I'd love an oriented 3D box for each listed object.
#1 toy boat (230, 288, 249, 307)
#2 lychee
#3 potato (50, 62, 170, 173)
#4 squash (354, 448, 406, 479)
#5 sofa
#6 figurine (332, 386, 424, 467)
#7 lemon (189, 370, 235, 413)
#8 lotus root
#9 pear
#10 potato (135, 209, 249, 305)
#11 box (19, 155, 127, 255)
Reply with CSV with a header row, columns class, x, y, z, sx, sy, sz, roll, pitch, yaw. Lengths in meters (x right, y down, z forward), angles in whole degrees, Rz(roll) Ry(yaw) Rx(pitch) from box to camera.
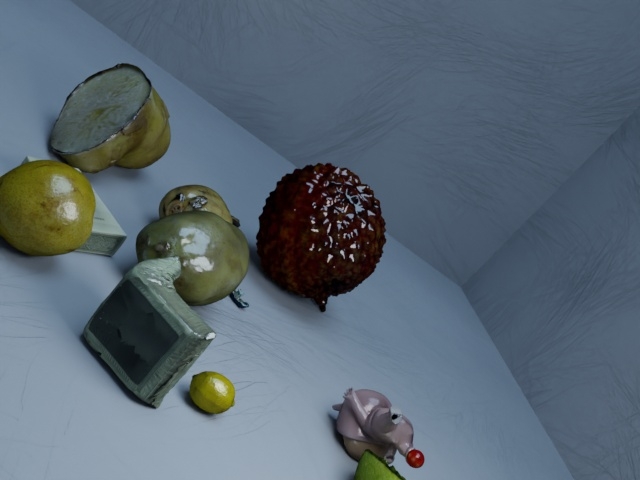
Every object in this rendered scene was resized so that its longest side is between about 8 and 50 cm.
class,x,y,z,sx,sy,sz,roll,pitch,yaw
toy boat,-0.226,0.153,2.061,0.083,0.038,0.038,49,17,20
lychee,0.000,0.000,2.362,0.425,0.499,0.424,5,19,-2
potato,-0.555,-0.295,2.145,0.296,0.290,0.397,65,15,-47
squash,0.179,0.568,1.613,0.233,0.210,0.309,53,18,-13
sofa,-0.319,0.176,1.483,0.225,0.210,0.176,42,14,14
figurine,0.131,0.463,1.814,0.176,0.186,0.287,24,-12,-27
lemon,-0.222,0.318,1.553,0.111,0.082,0.082,37,16,-20
lotus root,-0.336,-0.065,2.142,0.183,0.183,0.310,48,15,20
pear,-0.576,-0.068,1.536,0.209,0.209,0.209,38,16,-13
potato,-0.307,0.043,1.826,0.243,0.221,0.326,53,16,1
box,-0.591,-0.080,1.760,0.256,0.069,0.164,49,17,26
